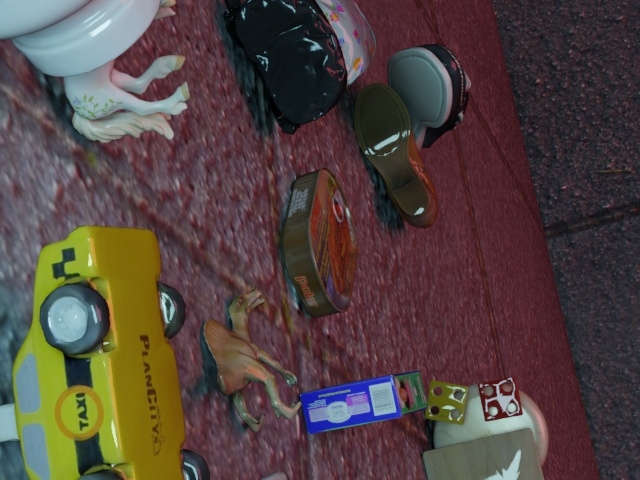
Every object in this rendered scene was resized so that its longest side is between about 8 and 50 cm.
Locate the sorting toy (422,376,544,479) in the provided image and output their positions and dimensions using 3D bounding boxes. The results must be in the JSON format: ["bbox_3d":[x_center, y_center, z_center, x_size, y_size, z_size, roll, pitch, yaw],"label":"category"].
[{"bbox_3d":[0.200,0.292,1.414,0.046,0.132,0.274,33,43,-77],"label":"sorting toy"}]

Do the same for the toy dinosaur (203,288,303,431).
[{"bbox_3d":[-0.062,0.102,0.915,0.092,0.053,0.183,53,15,-15],"label":"toy dinosaur"}]

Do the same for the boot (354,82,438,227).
[{"bbox_3d":[0.103,-0.105,1.601,0.152,0.073,0.197,35,37,-78],"label":"boot"}]

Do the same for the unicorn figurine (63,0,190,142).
[{"bbox_3d":[-0.146,-0.135,0.771,0.060,0.111,0.162,-111,-166,-73],"label":"unicorn figurine"}]

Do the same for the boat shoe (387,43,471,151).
[{"bbox_3d":[0.147,-0.198,1.570,0.114,0.091,0.302,57,-11,3],"label":"boat shoe"}]

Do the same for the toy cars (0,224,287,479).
[{"bbox_3d":[-0.089,0.168,0.689,0.176,0.087,0.393,-76,150,-50],"label":"toy cars"}]

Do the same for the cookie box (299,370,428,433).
[{"bbox_3d":[0.043,0.149,1.105,0.107,0.092,0.040,9,69,-72],"label":"cookie box"}]

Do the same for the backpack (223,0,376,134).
[{"bbox_3d":[-0.012,-0.202,1.217,0.182,0.115,0.152,-61,130,-71],"label":"backpack"}]

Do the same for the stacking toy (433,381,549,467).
[{"bbox_3d":[0.237,0.253,1.606,0.330,0.141,0.141,19,56,-78],"label":"stacking toy"}]

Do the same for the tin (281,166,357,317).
[{"bbox_3d":[0.000,0.000,1.205,0.189,0.040,0.106,-79,152,-57],"label":"tin"}]

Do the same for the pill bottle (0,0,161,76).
[{"bbox_3d":[-0.184,-0.205,0.609,0.264,0.146,0.146,56,24,-46],"label":"pill bottle"}]
